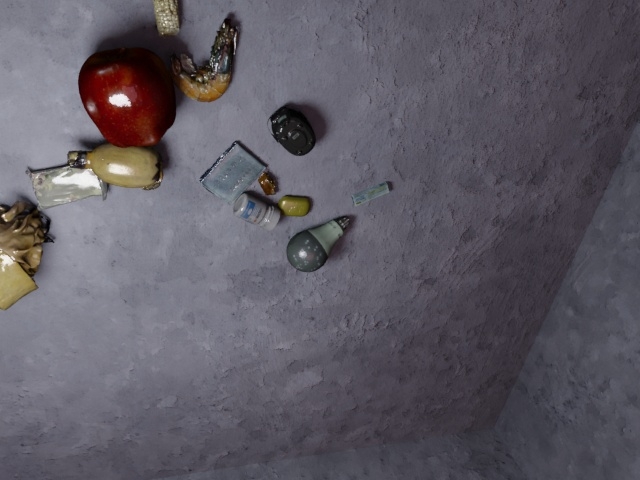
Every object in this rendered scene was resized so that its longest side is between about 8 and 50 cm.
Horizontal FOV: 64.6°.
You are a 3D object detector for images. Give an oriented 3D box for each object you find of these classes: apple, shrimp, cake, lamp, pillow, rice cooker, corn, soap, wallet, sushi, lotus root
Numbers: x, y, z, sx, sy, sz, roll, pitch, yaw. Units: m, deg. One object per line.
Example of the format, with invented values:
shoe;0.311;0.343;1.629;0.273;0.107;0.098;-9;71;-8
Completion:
apple;-0.607;-0.455;1.598;0.289;0.288;0.316;-15;138;-8
shrimp;-0.386;-0.606;1.679;0.223;0.054;0.290;5;119;-39
cake;-1.085;0.033;1.777;0.321;0.333;0.332;-44;130;-25
lamp;-0.004;0.003;2.149;0.314;0.182;0.182;-40;125;5
pillow;-0.895;-0.205;1.801;0.255;0.059;0.168;-13;119;-9
rice cooker;-0.102;-0.405;1.887;0.142;0.118;0.203;-40;128;10
corn;-0.482;-0.734;1.574;0.087;0.087;0.210;-8;123;-13
soap;-0.108;-0.140;2.101;0.140;0.045;0.088;3;117;-20
wallet;-0.340;-0.254;1.959;0.222;0.036;0.167;-43;124;11
sushi;-0.209;-0.225;2.011;0.060;0.061;0.118;-31;146;-7
lotus root;-0.700;-0.265;1.744;0.310;0.182;0.182;4;120;-22

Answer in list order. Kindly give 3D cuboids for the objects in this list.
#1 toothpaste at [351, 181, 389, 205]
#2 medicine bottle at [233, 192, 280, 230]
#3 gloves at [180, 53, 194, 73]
toothpaste;0.215;-0.201;2.171;0.164;0.034;0.046;-23;126;-3
medicine bottle;-0.257;-0.114;2.034;0.168;0.105;0.105;25;111;-30
gloves;-0.449;-0.589;1.706;0.044;0.037;0.080;-36;130;-31
